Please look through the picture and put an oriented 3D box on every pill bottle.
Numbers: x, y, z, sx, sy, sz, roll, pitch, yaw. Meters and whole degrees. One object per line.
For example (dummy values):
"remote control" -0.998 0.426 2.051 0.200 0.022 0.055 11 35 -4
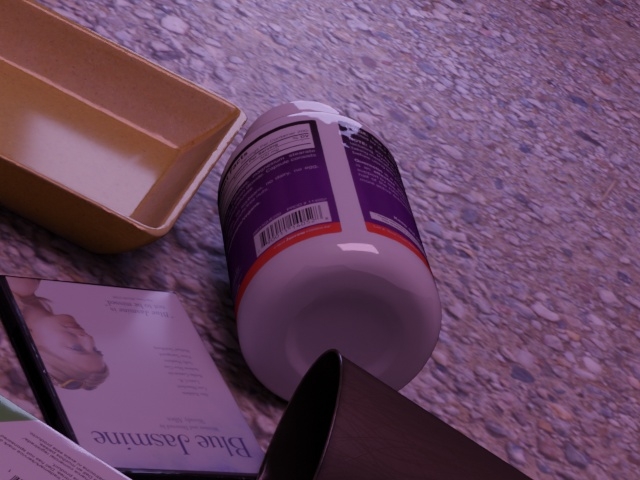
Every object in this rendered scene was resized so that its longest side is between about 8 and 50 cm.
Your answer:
"pill bottle" 0.000 0.000 1.731 0.181 0.181 0.323 18 28 -18

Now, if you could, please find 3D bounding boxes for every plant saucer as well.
"plant saucer" -0.267 -0.113 1.802 0.333 0.081 0.333 27 27 0

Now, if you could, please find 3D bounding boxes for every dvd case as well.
"dvd case" -0.159 0.119 1.553 0.180 0.022 0.253 8 33 -34

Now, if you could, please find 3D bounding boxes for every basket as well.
"basket" 0.074 0.220 1.450 0.227 0.154 0.204 27 49 -12

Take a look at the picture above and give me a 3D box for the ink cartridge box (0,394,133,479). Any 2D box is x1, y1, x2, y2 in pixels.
"ink cartridge box" -0.266 0.209 1.190 0.201 0.117 0.278 31 27 9
